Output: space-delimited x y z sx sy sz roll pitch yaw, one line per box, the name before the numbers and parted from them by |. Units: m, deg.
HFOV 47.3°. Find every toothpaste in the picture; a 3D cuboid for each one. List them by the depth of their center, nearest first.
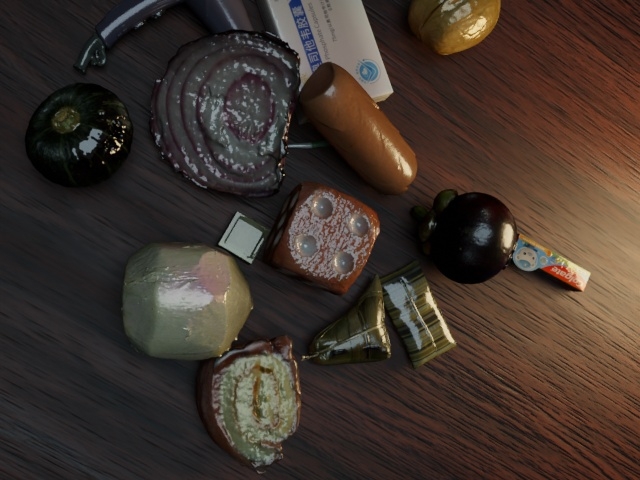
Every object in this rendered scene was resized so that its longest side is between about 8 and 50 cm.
toothpaste | 0.494 0.059 1.604 0.193 0.044 0.070 27 80 -11

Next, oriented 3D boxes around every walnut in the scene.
walnut | 0.285 -0.482 1.537 0.197 0.165 0.165 -27 93 -8

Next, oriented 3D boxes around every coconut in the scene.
coconut | -0.234 0.108 1.309 0.230 0.227 0.227 2 84 -9

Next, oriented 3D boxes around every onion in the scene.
onion | -0.173 -0.256 1.400 0.280 0.146 0.314 14 109 4

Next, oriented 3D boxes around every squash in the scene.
squash | -0.433 -0.189 1.318 0.193 0.156 0.193 0 91 5

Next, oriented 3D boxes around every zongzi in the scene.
zongzi | 0.040 0.157 1.456 0.189 0.081 0.178 -2 78 -14

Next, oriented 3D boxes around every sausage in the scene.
sausage | 0.082 -0.209 1.438 0.304 0.121 0.121 44 75 -32

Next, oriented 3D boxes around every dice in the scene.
dice | 0.000 0.000 1.406 0.174 0.175 0.179 24 79 -13

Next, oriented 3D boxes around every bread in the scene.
bread | -0.135 0.306 1.370 0.190 0.123 0.244 -6 86 -14

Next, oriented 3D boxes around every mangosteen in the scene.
mangosteen | 0.284 -0.017 1.490 0.230 0.194 0.194 28 77 15

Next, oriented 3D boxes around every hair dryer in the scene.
hair dryer | -0.308 -0.408 1.413 0.361 0.121 0.301 -31 102 -6

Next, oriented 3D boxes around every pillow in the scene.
pillow | 0.199 0.152 1.517 0.113 0.038 0.203 -26 92 -16

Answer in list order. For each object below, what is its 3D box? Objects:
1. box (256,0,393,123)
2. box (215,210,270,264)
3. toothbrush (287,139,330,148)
box | -0.003 -0.430 1.499 0.200 0.065 0.343 -19 90 -16
box | -0.151 -0.007 1.437 0.079 0.035 0.083 32 77 -10
toothbrush | 0.000 -0.199 1.504 0.257 0.018 0.024 -11 91 -16
